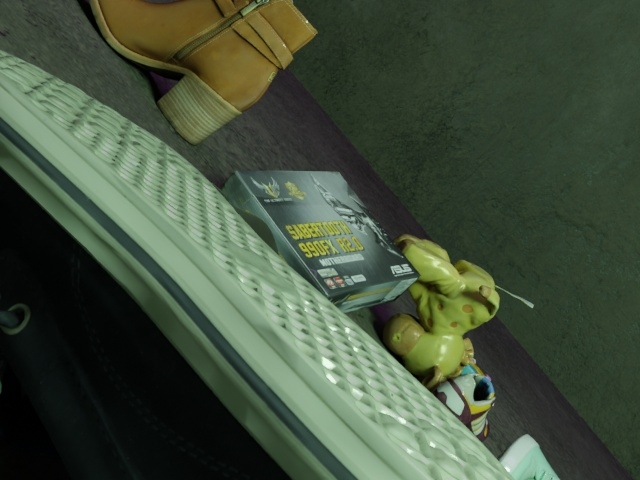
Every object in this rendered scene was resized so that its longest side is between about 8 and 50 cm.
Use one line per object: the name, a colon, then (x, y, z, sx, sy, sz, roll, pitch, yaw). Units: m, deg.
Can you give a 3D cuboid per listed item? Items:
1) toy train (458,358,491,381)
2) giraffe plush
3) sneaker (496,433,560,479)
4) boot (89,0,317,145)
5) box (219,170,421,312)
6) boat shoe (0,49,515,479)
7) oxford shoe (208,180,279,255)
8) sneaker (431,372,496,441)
toy train: (0.220, 0.197, 1.543, 0.125, 0.046, 0.166, 49, 8, 5)
giraffe plush: (0.159, 0.110, 1.314, 0.210, 0.170, 0.181, 32, 10, 28)
sneaker: (0.277, 0.326, 1.170, 0.151, 0.094, 0.256, 48, 7, 28)
boot: (-0.156, -0.289, 1.223, 0.283, 0.220, 0.109, 54, 12, 21)
box: (0.000, 0.000, 1.144, 0.183, 0.056, 0.231, 54, 27, 18)
boat shoe: (-0.110, 0.037, 0.502, 0.500, 0.156, 0.187, 43, 10, 32)
oxford shoe: (-0.101, 0.001, 0.879, 0.076, 0.076, 0.212, 10, -25, 31)
sneaker: (0.206, 0.223, 1.282, 0.069, 0.084, 0.185, 55, 12, 27)
